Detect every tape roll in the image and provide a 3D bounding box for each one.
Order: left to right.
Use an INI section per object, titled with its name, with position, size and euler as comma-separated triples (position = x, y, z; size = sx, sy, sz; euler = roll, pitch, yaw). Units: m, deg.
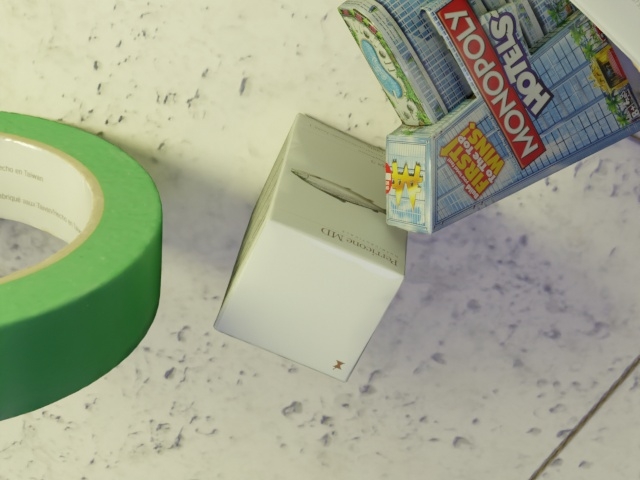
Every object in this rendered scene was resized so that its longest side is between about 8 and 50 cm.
[tape roll]
position = -0.273, 0.004, 0.768
size = 0.321, 0.321, 0.077
euler = 8, 121, 2

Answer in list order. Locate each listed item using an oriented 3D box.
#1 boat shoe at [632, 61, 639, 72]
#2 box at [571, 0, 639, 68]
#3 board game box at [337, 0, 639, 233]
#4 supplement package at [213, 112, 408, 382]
[boat shoe]
position = 0.261, -0.101, 0.801
size = 0.059, 0.063, 0.170
euler = -22, 106, 21
[box]
position = 0.262, -0.276, 0.590
size = 0.168, 0.215, 0.345
euler = 34, 118, -28
[board game box]
position = 0.106, -0.104, 0.750
size = 0.194, 0.060, 0.194
euler = -40, 112, -17
[supplement package]
position = 0.000, 0.000, 0.816
size = 0.105, 0.179, 0.105
euler = 23, 120, -8
